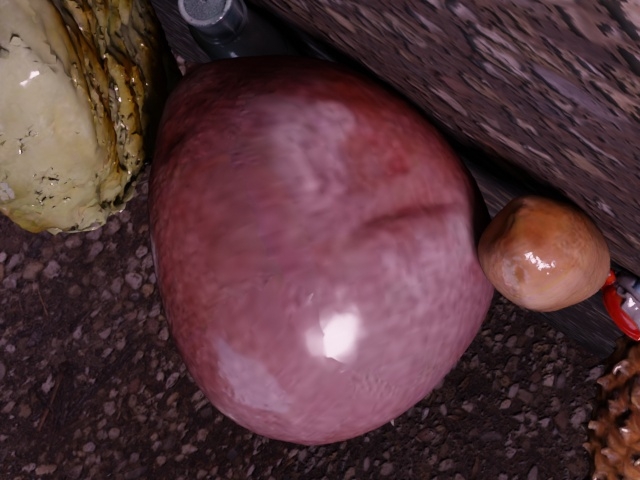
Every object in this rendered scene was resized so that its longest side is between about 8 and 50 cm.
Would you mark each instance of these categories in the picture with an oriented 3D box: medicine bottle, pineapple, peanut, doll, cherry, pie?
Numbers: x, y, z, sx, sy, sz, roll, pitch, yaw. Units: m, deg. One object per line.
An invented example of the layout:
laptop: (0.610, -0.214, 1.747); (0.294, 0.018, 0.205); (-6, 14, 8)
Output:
medicine bottle: (-0.059, -0.156, 0.918); (0.090, 0.053, 0.208); (37, 180, 16)
pineapple: (0.236, 0.238, 0.923); (0.165, 0.364, 0.165); (31, 177, 2)
peanut: (0.154, 0.011, 0.776); (0.076, 0.076, 0.152); (36, -176, 28)
doll: (0.239, 0.046, 0.893); (0.114, 0.039, 0.057); (50, 155, 26)
cherry: (0.000, 0.000, 0.822); (0.221, 0.261, 0.307); (-16, 109, 45)
pie: (-0.232, -0.189, 0.812); (0.395, 0.180, 0.418); (60, 177, -1)
